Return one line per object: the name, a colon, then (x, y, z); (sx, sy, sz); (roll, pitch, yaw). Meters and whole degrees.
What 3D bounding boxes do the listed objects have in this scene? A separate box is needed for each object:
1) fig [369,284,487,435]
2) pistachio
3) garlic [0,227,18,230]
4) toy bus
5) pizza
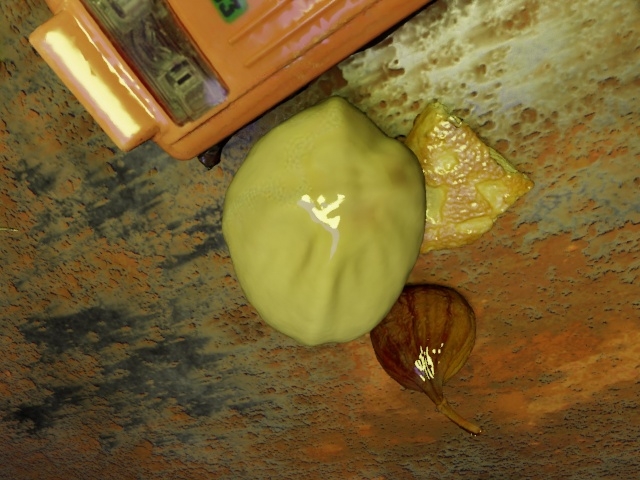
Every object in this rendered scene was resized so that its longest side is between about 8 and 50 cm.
fig: (0.135, 0.159, 0.591); (0.134, 0.201, 0.146); (15, 130, -9)
pistachio: (0.000, 0.000, 0.512); (0.208, 0.226, 0.332); (-2, 141, -6)
garlic: (-0.633, -0.124, 0.614); (0.246, 0.231, 0.340); (-14, 160, 0)
toy bus: (-0.008, -0.234, 0.361); (0.427, 0.233, 0.203); (-26, 112, 25)
pizza: (0.159, -0.067, 0.532); (0.161, 0.062, 0.182); (4, 117, 19)
